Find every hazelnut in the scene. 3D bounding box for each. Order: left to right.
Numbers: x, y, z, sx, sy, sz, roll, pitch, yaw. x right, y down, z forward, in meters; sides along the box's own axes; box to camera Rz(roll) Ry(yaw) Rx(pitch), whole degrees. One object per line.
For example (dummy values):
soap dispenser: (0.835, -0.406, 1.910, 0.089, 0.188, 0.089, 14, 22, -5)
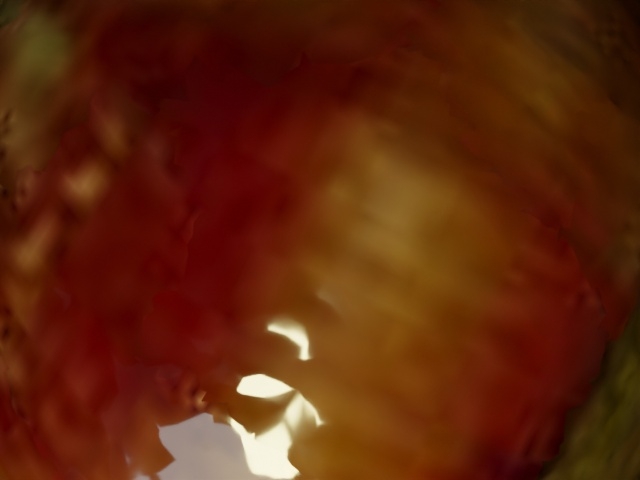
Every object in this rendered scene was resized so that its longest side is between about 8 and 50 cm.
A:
hazelnut: (0.000, 0.000, 0.672, 0.421, 0.421, 0.353, 47, 179, -15)
